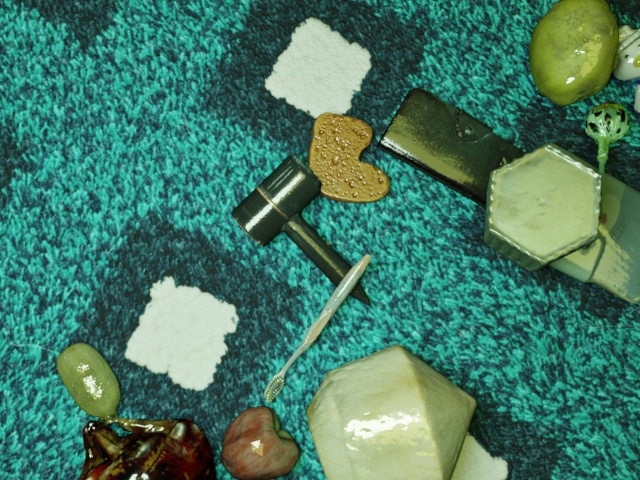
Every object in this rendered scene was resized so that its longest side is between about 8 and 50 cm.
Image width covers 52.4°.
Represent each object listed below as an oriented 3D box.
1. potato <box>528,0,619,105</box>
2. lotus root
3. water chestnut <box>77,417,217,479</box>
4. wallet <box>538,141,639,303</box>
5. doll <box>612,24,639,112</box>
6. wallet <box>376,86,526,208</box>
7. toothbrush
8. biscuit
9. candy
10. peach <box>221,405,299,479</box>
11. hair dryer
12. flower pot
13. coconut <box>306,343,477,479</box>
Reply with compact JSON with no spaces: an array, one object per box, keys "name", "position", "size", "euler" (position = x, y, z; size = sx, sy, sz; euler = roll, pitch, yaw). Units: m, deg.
[{"name":"potato","position":[0.561,-0.422,1.441],"size":[0.148,0.197,0.228],"euler":[3,66,-44]},{"name":"lotus root","position":[-0.462,0.293,1.319],"size":[0.090,0.077,0.183],"euler":[-31,84,-7]},{"name":"water chestnut","position":[-0.338,0.464,1.228],"size":[0.289,0.289,0.244],"euler":[-26,53,-7]},{"name":"wallet","position":[0.594,-0.035,1.432],"size":[0.360,0.083,0.252],"euler":[30,80,5]},{"name":"doll","position":[0.744,-0.373,1.468],"size":[0.138,0.119,0.293],"euler":[-40,88,27]},{"name":"wallet","position":[0.302,-0.202,1.452],"size":[0.318,0.045,0.172],"euler":[31,83,-1]},{"name":"toothbrush","position":[-0.007,0.181,1.357],"size":[0.028,0.037,0.375],"euler":[35,92,-16]},{"name":"biscuit","position":[0.066,-0.178,1.435],"size":[0.186,0.036,0.192],"euler":[8,85,-1]},{"name":"candy","position":[0.621,-0.175,1.415],"size":[0.091,0.083,0.305],"euler":[12,62,5]},{"name":"peach","position":[-0.130,0.416,1.309],"size":[0.152,0.152,0.152],"euler":[0,83,-4]},{"name":"hair dryer","position":[0.000,0.000,1.381],"size":[0.189,0.107,0.352],"euler":[-45,98,3]},{"name":"flower pot","position":[0.443,-0.060,1.316],"size":[0.209,0.189,0.239],"euler":[5,83,13]},{"name":"coconut","position":[0.146,0.355,1.248],"size":[0.328,0.329,0.329],"euler":[0,83,-4]}]
